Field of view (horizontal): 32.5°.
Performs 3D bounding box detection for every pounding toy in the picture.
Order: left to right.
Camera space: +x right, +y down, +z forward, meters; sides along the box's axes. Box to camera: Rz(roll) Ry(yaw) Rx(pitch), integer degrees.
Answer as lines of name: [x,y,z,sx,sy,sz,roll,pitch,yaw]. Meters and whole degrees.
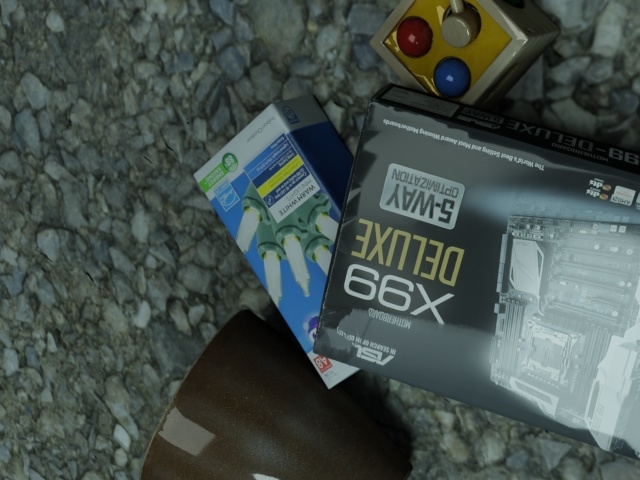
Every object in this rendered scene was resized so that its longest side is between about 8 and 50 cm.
pounding toy: [0.119,-0.191,0.942,0.130,0.100,0.141,49,126,13]

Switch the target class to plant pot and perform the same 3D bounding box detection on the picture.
plant pot: [-0.030,0.219,1.128,0.230,0.215,0.215,28,119,11]

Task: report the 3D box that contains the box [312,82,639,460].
box: [0.166,0.025,0.932,0.307,0.076,0.243,18,113,10]

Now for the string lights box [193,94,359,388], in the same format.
string lights box: [0.000,0.000,1.101,0.133,0.076,0.260,-38,81,35]
